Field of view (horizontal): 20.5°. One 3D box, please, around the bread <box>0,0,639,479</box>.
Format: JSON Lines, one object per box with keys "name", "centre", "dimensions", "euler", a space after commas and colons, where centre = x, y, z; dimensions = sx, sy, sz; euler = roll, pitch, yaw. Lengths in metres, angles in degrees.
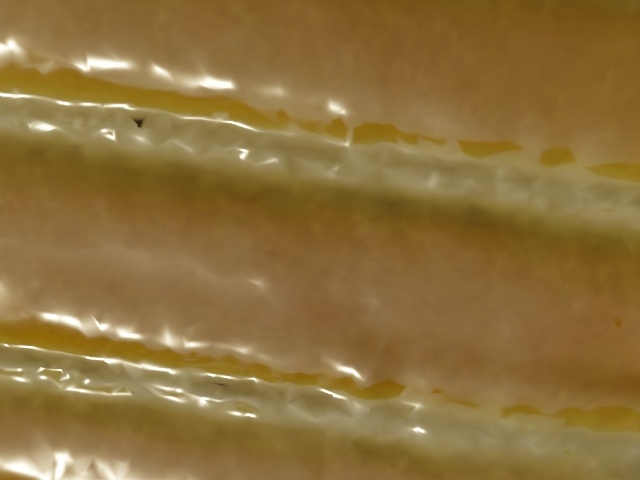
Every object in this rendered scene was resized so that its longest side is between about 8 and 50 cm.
{"name": "bread", "centre": [0.000, 0.000, 0.438], "dimensions": [0.246, 0.111, 0.239], "euler": [8, 114, 0]}
